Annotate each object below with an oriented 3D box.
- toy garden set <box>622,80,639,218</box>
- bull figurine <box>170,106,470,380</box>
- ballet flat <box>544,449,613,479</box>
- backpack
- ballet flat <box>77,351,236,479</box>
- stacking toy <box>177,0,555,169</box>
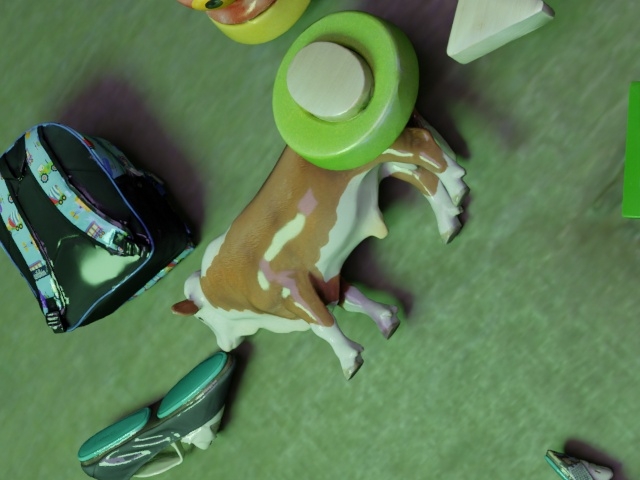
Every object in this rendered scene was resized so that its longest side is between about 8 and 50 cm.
[{"bbox_3d":[0.354,-0.113,0.985,0.244,0.049,0.204,3,89,36],"label":"toy garden set"},{"bbox_3d":[0.000,0.000,1.155,0.188,0.101,0.310,35,113,14],"label":"bull figurine"},{"bbox_3d":[0.237,0.214,1.113,0.041,0.041,0.114,-43,79,25],"label":"ballet flat"},{"bbox_3d":[-0.226,-0.023,1.251,0.158,0.117,0.173,-41,81,26],"label":"backpack"},{"bbox_3d":[-0.143,0.180,1.278,0.203,0.074,0.074,-35,83,20],"label":"ballet flat"},{"bbox_3d":[0.011,-0.226,1.043,0.309,0.130,0.280,-35,59,25],"label":"stacking toy"}]
